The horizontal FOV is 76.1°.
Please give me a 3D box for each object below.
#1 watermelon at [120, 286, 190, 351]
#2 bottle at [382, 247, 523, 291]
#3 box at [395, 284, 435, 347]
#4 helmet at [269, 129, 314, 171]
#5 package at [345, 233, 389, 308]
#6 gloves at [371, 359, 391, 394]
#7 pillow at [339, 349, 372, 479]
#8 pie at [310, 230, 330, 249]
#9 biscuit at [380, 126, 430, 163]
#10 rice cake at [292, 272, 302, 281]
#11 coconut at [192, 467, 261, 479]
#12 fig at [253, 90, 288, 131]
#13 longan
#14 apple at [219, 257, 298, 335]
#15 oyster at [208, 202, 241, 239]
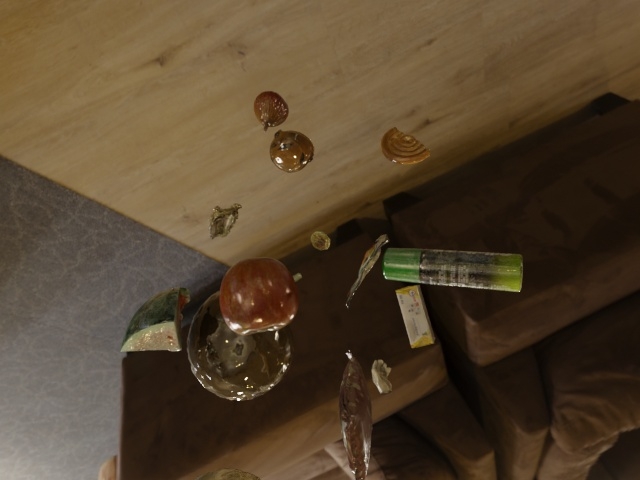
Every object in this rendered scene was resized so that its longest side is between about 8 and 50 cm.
[{"bbox_3d":[-0.528,0.291,1.425,0.213,0.290,0.320,55,51,-13],"label":"watermelon"},{"bbox_3d":[0.328,0.070,1.039,0.330,0.093,0.093,3,140,22],"label":"bottle"},{"bbox_3d":[0.429,0.335,1.840,0.097,0.265,0.168,-18,171,17],"label":"box"},{"bbox_3d":[-0.137,-0.374,1.785,0.198,0.224,0.130,31,71,-22],"label":"helmet"},{"bbox_3d":[0.131,0.077,1.185,0.040,0.166,0.232,31,104,4],"label":"package"},{"bbox_3d":[0.126,0.287,0.842,0.037,0.080,0.044,-16,158,34],"label":"gloves"},{"bbox_3d":[0.050,0.237,0.563,0.043,0.185,0.118,-9,100,4],"label":"pillow"},{"bbox_3d":[0.000,0.000,1.583,0.084,0.020,0.084,10,123,16],"label":"pie"},{"bbox_3d":[0.324,-0.380,1.663,0.144,0.224,0.033,-34,145,-9],"label":"biscuit"},{"bbox_3d":[-0.181,0.231,2.201,0.180,0.042,0.030,-32,105,-2],"label":"rice cake"},{"bbox_3d":[-0.144,0.433,0.541,0.202,0.202,0.222,-27,176,-1],"label":"coconut"},{"bbox_3d":[-0.164,-0.426,1.333,0.119,0.153,0.119,0,114,0],"label":"fig"},{"bbox_3d":[-0.321,0.420,1.632,0.404,0.404,0.436,-41,107,13],"label":"longan"},{"bbox_3d":[-0.148,0.134,0.991,0.188,0.173,0.188,-10,161,-4],"label":"apple"},{"bbox_3d":[-0.430,-0.097,1.825,0.191,0.081,0.163,-34,148,-15],"label":"oyster"}]
